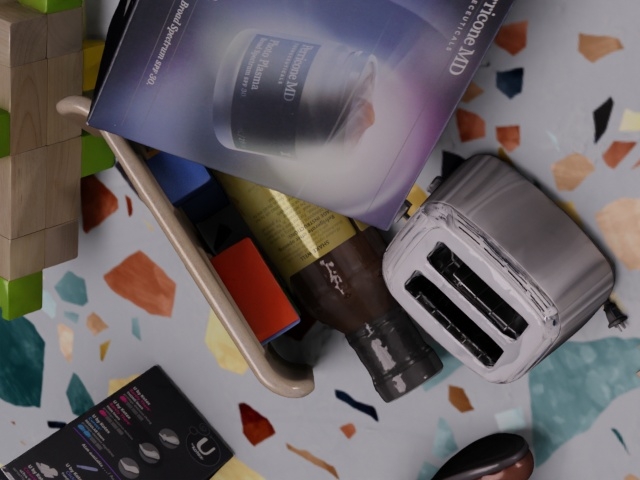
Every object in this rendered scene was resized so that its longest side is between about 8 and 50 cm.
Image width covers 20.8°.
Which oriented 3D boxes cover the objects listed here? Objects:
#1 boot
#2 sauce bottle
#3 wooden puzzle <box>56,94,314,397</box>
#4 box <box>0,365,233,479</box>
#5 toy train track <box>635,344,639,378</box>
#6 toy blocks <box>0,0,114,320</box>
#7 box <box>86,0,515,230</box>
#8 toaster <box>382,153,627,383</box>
[{"bbox_3d":[0.191,0.351,1.751,0.280,0.096,0.264,52,127,3],"label":"boot"},{"bbox_3d":[0.000,0.000,1.713,0.111,0.111,0.344,-32,89,38],"label":"sauce bottle"},{"bbox_3d":[-0.107,-0.004,1.702,0.080,0.322,0.348,-37,90,-1],"label":"wooden puzzle"},{"bbox_3d":[-0.250,0.280,1.893,0.143,0.270,0.165,48,127,6],"label":"box"},{"bbox_3d":[0.323,0.108,1.613,0.048,0.014,0.083,51,127,4],"label":"toy train track"},{"bbox_3d":[-0.379,-0.141,1.881,0.261,0.191,0.381,24,121,36],"label":"toy blocks"},{"bbox_3d":[-0.012,-0.207,1.517,0.294,0.182,0.296,19,125,-12],"label":"box"},{"bbox_3d":[0.165,0.035,1.600,0.227,0.146,0.129,45,128,9],"label":"toaster"}]
